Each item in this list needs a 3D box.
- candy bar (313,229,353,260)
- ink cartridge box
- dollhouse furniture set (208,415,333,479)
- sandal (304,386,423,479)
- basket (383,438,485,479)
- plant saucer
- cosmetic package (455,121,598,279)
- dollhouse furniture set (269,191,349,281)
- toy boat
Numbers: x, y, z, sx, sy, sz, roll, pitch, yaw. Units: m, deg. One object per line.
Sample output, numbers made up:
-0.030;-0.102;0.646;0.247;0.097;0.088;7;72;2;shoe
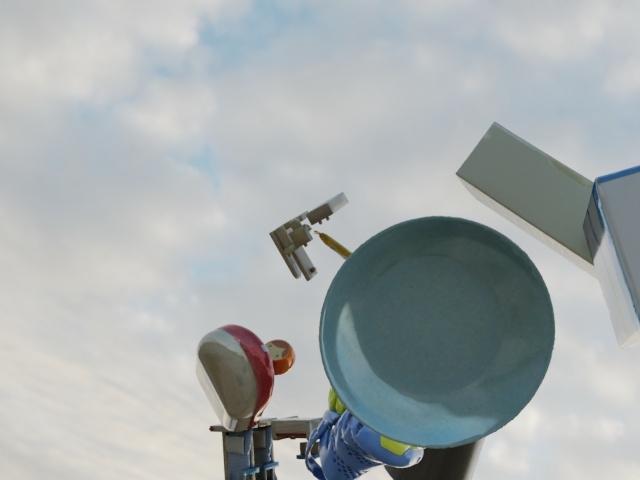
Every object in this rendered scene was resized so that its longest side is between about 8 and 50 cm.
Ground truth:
0.053;0.030;1.739;0.161;0.018;0.040;38;-9;7;candy bar
0.469;0.015;1.174;0.198;0.197;0.270;-16;-15;9;ink cartridge box
-0.086;0.384;1.608;0.184;0.129;0.129;-8;-97;32;dollhouse furniture set
0.056;0.287;1.258;0.126;0.138;0.317;33;-12;-3;sandal
0.230;0.342;1.663;0.154;0.204;0.226;13;-73;-29;basket
0.095;0.074;0.755;0.195;0.195;0.037;36;4;-6;plant saucer
0.384;-0.049;1.453;0.309;0.113;0.160;38;3;25;cosmetic package
0.000;0.000;1.756;0.151;0.144;0.123;-28;-86;21;dollhouse furniture set
-0.109;0.207;1.458;0.151;0.151;0.231;59;-19;15;toy boat
